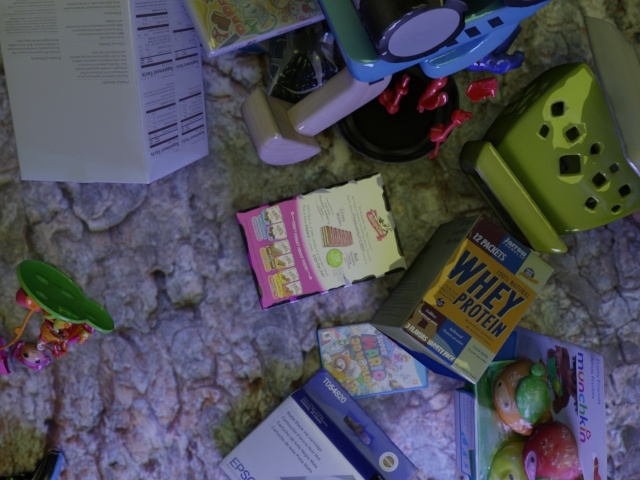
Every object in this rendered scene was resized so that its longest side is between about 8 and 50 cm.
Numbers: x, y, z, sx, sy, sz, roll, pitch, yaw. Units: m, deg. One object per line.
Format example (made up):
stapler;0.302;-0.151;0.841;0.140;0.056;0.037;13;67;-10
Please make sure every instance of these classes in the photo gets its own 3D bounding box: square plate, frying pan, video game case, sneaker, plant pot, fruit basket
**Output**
square plate;0.504;-0.129;1.239;0.049;0.347;0.344;-33;123;31
frying pan;0.099;-0.271;1.371;0.197;0.053;0.326;-15;78;-1
video game case;-0.103;-0.380;1.179;0.206;0.026;0.227;-24;89;-22
video game case;0.084;0.189;1.404;0.166;0.015;0.119;-8;93;-5
sneaker;-0.471;0.386;1.335;0.188;0.067;0.078;-39;101;0
sneaker;-0.029;-0.283;1.337;0.110;0.122;0.283;5;114;-20
plant pot;0.345;-0.112;1.319;0.207;0.227;0.228;-37;96;4
fruit basket;0.309;0.295;1.261;0.166;0.353;0.327;-2;93;-6

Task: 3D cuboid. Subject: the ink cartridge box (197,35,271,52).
ink cartridge box;-0.167;-0.358;1.295;0.191;0.082;0.139;7;92;15

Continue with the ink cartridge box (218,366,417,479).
ink cartridge box;-0.005;0.350;1.351;0.224;0.045;0.223;-45;81;3

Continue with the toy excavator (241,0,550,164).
toy excavator;0.084;-0.260;1.085;0.433;0.445;0.222;-23;73;1

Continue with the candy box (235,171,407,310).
candy box;0.000;0.000;1.361;0.234;0.071;0.159;-15;93;-4

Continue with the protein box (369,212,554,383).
protein box;0.204;0.086;1.309;0.136;0.200;0.201;37;81;-6

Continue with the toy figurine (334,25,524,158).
toy figurine;0.178;-0.311;1.301;0.217;0.191;0.362;-17;55;-33

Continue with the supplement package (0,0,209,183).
supplement package;-0.291;-0.228;1.207;0.199;0.198;0.262;3;108;17

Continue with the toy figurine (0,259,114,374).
toy figurine;-0.429;0.140;1.325;0.173;0.130;0.159;37;103;-30
